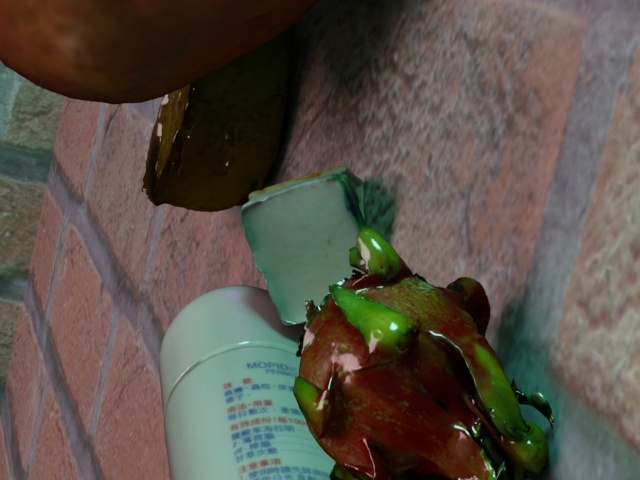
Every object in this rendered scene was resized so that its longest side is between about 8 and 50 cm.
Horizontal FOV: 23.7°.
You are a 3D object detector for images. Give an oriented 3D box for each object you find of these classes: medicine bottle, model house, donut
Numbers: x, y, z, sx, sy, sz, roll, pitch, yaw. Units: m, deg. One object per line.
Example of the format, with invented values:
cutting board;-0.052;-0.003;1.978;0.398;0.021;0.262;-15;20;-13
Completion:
medicine bottle;-0.044;0.155;1.089;0.341;0.130;0.130;-108;33;-56
model house;0.000;0.000;1.144;0.100;0.087;0.101;-54;-55;-77
donut;-0.097;-0.139;1.494;0.272;0.107;0.272;-166;90;-77

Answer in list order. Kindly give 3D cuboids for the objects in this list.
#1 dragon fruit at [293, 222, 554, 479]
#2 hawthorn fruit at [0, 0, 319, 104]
dragon fruit;0.064;0.090;0.838;0.175;0.138;0.142;38;161;39
hawthorn fruit;-0.131;-0.341;1.223;0.472;0.471;0.472;-170;90;-73
